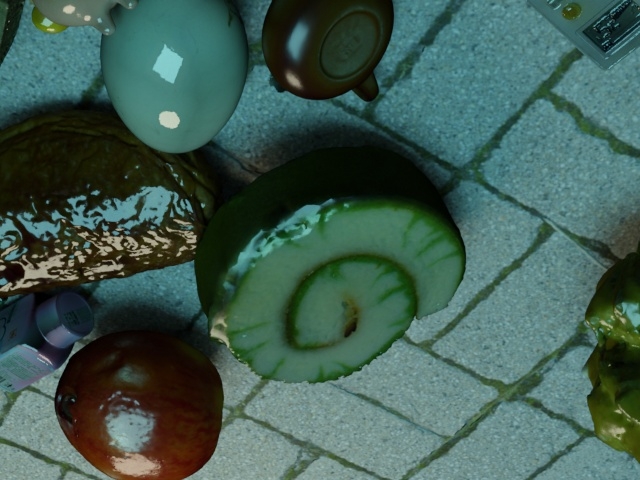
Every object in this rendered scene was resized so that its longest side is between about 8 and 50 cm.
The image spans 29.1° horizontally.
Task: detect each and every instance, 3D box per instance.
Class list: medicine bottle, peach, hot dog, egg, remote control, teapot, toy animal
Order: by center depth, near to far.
[{"bbox_3d":[-0.311,-0.343,1.436,0.248,0.149,0.165,44,90,2],"label":"toy animal"},{"bbox_3d":[0.282,-0.331,1.469,0.313,0.055,0.109,35,121,-29],"label":"remote control"},{"bbox_3d":[0.007,-0.259,1.531,0.178,0.135,0.252,-42,144,-1],"label":"teapot"},{"bbox_3d":[-0.182,-0.218,1.542,0.183,0.182,0.264,7,140,1],"label":"egg"},{"bbox_3d":[-0.328,-0.046,1.734,0.388,0.174,0.267,-10,133,1],"label":"hot dog"},{"bbox_3d":[-0.290,0.265,1.957,0.281,0.238,0.281,-2,153,-1],"label":"peach"},{"bbox_3d":[-0.451,0.150,1.960,0.188,0.119,0.094,-28,128,29],"label":"medicine bottle"}]

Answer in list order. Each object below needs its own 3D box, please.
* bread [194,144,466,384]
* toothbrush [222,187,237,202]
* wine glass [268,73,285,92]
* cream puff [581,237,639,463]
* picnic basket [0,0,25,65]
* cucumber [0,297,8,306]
[{"bbox_3d":[0.019,0.038,1.725,0.382,0.129,0.366,-4,133,-17],"label":"bread"},{"bbox_3d":[0.000,0.000,1.823,0.354,0.029,0.024,23,145,-14],"label":"toothbrush"},{"bbox_3d":[-0.042,-0.225,1.584,0.042,0.083,0.039,-9,126,19],"label":"wine glass"},{"bbox_3d":[0.505,0.141,1.667,0.378,0.378,0.275,-29,130,29],"label":"cream puff"},{"bbox_3d":[-0.478,-0.302,1.539,0.196,0.134,0.154,18,133,-10],"label":"picnic basket"},{"bbox_3d":[-0.550,0.108,1.990,0.168,0.039,0.039,-30,122,33],"label":"cucumber"}]
